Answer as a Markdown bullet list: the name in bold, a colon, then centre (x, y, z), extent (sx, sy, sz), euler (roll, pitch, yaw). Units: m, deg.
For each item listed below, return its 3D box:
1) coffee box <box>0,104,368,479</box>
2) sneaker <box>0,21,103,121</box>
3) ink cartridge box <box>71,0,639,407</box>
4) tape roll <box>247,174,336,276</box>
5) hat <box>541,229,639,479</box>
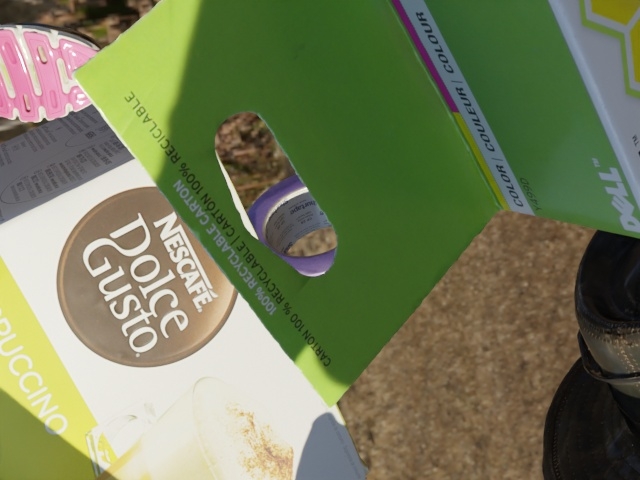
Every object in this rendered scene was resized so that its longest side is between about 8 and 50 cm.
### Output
- **coffee box**: centre (-0.214, 0.095, 0.871), extent (0.337, 0.334, 0.338), euler (66, 166, -21)
- **sneaker**: centre (-0.213, -0.115, 0.645), extent (0.074, 0.171, 0.063), euler (-73, -24, -60)
- **ink cartridge box**: centre (0.069, -0.070, 0.383), extent (0.097, 0.255, 0.188), euler (16, 147, 53)
- **tape roll**: centre (0.000, 0.000, 1.243), extent (0.189, 0.189, 0.080), euler (53, 167, 45)
- **hat**: centre (0.249, 0.024, 0.609), extent (0.134, 0.331, 0.331), euler (53, 160, -11)
